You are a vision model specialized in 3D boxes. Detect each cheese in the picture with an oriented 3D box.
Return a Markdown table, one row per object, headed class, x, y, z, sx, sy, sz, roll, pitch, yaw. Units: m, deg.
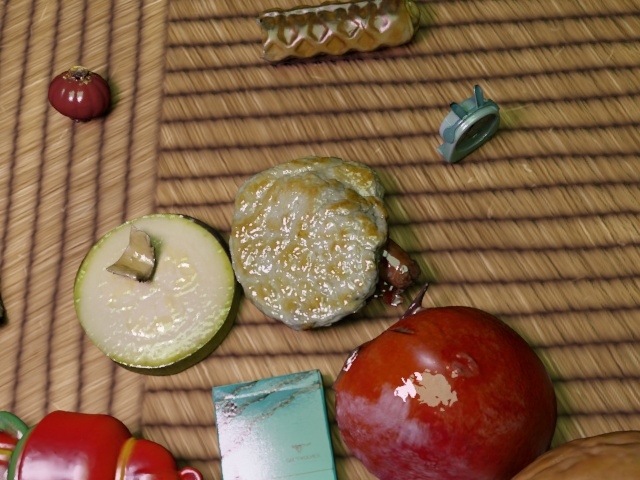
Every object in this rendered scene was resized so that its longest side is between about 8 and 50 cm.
| class | x | y | z | sx | sy | sz | roll | pitch | yaw |
| --- | --- | --- | --- | --- | --- | --- | --- | --- | --- |
| cheese | -0.275 | 0.022 | 1.403 | 0.060 | 0.041 | 0.084 | 13 | 73 | 20 |

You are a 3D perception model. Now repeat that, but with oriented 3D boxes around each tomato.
| class | x | y | z | sx | sy | sz | roll | pitch | yaw |
| --- | --- | --- | --- | --- | --- | --- | --- | --- | --- |
| tomato | 0.170 | 0.209 | 1.252 | 0.308 | 0.170 | 0.309 | -3 | 68 | 7 |

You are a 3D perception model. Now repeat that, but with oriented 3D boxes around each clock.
| class | x | y | z | sx | sy | sz | roll | pitch | yaw |
| --- | --- | --- | --- | --- | --- | --- | --- | --- | --- |
| clock | 0.224 | -0.178 | 1.414 | 0.101 | 0.135 | 0.041 | -34 | 68 | -8 |

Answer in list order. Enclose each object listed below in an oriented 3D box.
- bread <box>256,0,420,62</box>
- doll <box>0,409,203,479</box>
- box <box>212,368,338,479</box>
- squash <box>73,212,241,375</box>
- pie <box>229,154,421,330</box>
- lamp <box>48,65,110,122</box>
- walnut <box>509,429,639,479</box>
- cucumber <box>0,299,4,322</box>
| class | x | y | z | sx | sy | sz | roll | pitch | yaw |
| --- | --- | --- | --- | --- | --- | --- | --- | --- | --- |
| bread | 0.030 | -0.349 | 1.530 | 0.269 | 0.098 | 0.087 | -7 | 110 | 4 |
| doll | -0.336 | 0.323 | 1.274 | 0.362 | 0.160 | 0.183 | 0 | 68 | 7 |
| box | -0.060 | 0.305 | 1.311 | 0.160 | 0.042 | 0.227 | -10 | 68 | 2 |
| squash | -0.245 | 0.076 | 1.424 | 0.251 | 0.049 | 0.252 | -3 | 66 | 6 |
| pie | -0.009 | 0.001 | 1.391 | 0.257 | 0.105 | 0.275 | -23 | 67 | 3 |
| lamp | -0.395 | -0.240 | 1.538 | 0.101 | 0.090 | 0.101 | 4 | 35 | -3 |
| walnut | 0.351 | 0.382 | 1.107 | 0.332 | 0.333 | 0.333 | -2 | 69 | 6 |
| cucumber | -0.667 | 0.145 | 1.418 | 0.359 | 0.096 | 0.096 | -21 | 68 | -1 |
